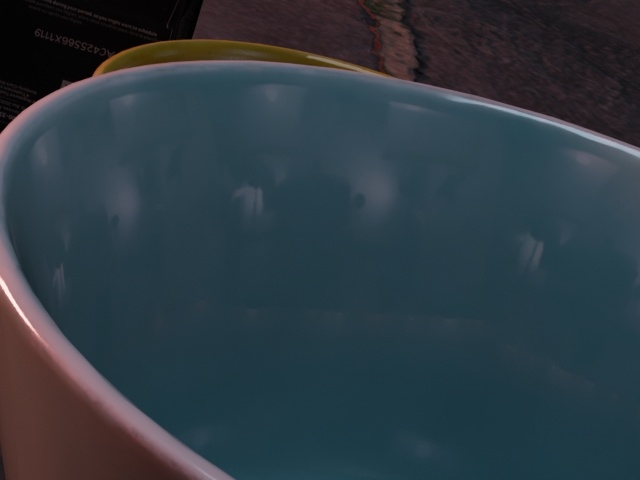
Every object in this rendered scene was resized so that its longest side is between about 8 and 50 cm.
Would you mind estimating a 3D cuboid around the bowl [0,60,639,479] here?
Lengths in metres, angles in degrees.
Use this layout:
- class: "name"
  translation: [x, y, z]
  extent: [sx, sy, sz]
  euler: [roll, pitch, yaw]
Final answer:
- class: "bowl"
  translation: [0.040, 0.084, 0.516]
  extent: [0.312, 0.163, 0.311]
  euler: [15, 23, -7]

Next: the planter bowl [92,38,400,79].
- class: "planter bowl"
  translation: [0.000, 0.000, 0.760]
  extent: [0.217, 0.090, 0.217]
  euler: [15, 24, -7]

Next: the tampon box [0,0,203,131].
- class: "tampon box"
  translation: [-0.125, -0.124, 0.926]
  extent: [0.120, 0.101, 0.161]
  euler: [17, 23, -3]
